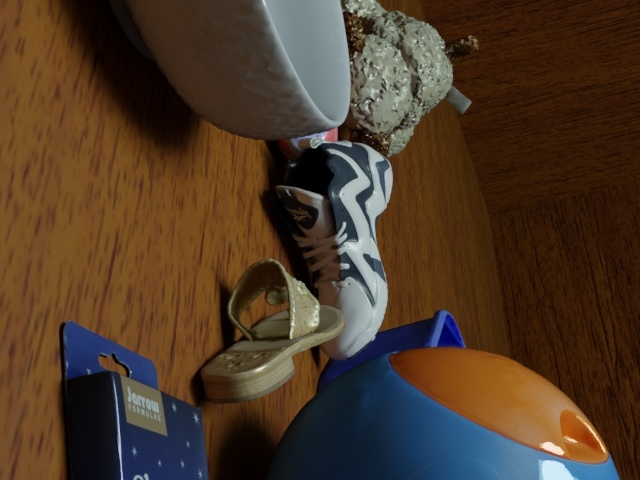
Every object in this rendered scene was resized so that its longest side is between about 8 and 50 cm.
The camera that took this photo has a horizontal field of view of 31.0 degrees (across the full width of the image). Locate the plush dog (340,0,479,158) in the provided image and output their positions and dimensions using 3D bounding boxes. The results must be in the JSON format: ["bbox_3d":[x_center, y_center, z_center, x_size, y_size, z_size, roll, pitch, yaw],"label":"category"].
[{"bbox_3d":[0.092,-0.227,1.632,0.225,0.211,0.262,-39,118,-50],"label":"plush dog"}]

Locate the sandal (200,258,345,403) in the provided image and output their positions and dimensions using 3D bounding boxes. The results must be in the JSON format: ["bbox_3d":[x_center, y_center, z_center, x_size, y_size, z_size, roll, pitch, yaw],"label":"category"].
[{"bbox_3d":[-0.039,0.056,0.959,0.240,0.088,0.079,-41,123,-70],"label":"sandal"}]

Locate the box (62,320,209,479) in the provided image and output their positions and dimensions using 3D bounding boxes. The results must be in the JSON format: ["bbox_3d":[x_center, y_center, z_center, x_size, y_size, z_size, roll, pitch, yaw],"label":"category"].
[{"bbox_3d":[-0.104,0.165,0.697,0.136,0.037,0.225,46,32,-66],"label":"box"}]

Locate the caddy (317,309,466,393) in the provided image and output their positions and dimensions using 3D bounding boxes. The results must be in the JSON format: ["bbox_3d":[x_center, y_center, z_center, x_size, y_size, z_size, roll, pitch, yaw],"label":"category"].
[{"bbox_3d":[0.122,0.214,1.278,0.341,0.179,0.241,-48,124,-74],"label":"caddy"}]

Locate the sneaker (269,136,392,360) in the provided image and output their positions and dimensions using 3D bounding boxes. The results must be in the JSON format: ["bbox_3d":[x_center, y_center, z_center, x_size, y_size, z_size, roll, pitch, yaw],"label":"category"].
[{"bbox_3d":[0.000,0.000,1.202,0.153,0.094,0.235,21,78,-50],"label":"sneaker"}]

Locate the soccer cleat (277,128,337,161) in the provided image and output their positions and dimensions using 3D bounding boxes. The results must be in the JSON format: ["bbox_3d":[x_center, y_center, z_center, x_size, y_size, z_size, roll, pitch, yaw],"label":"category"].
[{"bbox_3d":[-0.026,-0.202,1.293,0.095,0.083,0.248,44,38,-66],"label":"soccer cleat"}]

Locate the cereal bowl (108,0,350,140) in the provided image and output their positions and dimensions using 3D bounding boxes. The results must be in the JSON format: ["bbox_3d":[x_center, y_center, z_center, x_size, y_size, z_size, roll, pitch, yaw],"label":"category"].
[{"bbox_3d":[-0.088,-0.235,0.926,0.339,0.141,0.339,-14,90,-76],"label":"cereal bowl"}]

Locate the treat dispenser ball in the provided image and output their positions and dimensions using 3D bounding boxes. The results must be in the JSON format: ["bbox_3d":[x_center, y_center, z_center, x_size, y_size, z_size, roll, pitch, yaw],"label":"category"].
[{"bbox_3d":[0.095,0.227,0.906,0.288,0.288,0.288,-13,90,-77],"label":"treat dispenser ball"}]
